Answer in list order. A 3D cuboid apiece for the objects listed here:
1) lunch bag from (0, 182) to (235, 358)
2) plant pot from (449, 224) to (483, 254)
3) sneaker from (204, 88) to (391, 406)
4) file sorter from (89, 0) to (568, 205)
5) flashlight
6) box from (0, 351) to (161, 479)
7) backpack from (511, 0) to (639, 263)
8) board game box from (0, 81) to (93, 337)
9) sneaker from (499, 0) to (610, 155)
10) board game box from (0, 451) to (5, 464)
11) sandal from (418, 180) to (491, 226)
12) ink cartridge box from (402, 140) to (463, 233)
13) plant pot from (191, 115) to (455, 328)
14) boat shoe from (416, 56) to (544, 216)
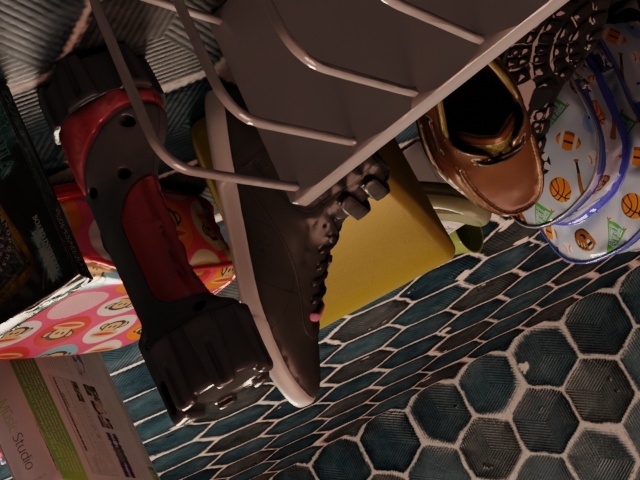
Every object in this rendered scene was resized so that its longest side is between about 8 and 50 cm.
[{"bbox_3d":[-0.256,0.049,1.212,0.258,0.120,0.293,-35,161,25],"label":"lunch bag"},{"bbox_3d":[0.200,-0.006,1.775,0.079,0.083,0.083,-25,166,36],"label":"plant pot"},{"bbox_3d":[0.000,0.000,0.996,0.146,0.296,0.104,-11,-171,6],"label":"sneaker"},{"bbox_3d":[-0.002,-0.186,0.817,0.277,0.193,0.173,-37,156,28],"label":"file sorter"},{"bbox_3d":[-0.131,-0.013,0.923,0.103,0.304,0.103,-20,160,-23],"label":"flashlight"},{"bbox_3d":[-0.316,0.213,1.395,0.058,0.232,0.322,-31,161,3],"label":"box"},{"bbox_3d":[0.327,-0.110,1.342,0.213,0.263,0.276,-21,162,-31],"label":"backpack"},{"bbox_3d":[-0.270,-0.019,0.900,0.126,0.186,0.026,-30,164,10],"label":"board game box"},{"bbox_3d":[0.207,-0.199,1.236,0.107,0.124,0.283,4,124,-30],"label":"sneaker"},{"bbox_3d":[-0.537,0.339,1.750,0.168,0.033,0.133,-19,160,-25],"label":"board game box"},{"bbox_3d":[0.048,-0.025,1.322,0.302,0.086,0.120,4,176,28],"label":"sandal"},{"bbox_3d":[0.097,-0.031,1.527,0.218,0.092,0.158,-36,160,20],"label":"ink cartridge box"},{"bbox_3d":[-0.014,-0.055,1.156,0.212,0.212,0.187,-28,149,4],"label":"plant pot"},{"bbox_3d":[0.152,-0.115,1.127,0.110,0.104,0.307,-35,130,6],"label":"boat shoe"}]
